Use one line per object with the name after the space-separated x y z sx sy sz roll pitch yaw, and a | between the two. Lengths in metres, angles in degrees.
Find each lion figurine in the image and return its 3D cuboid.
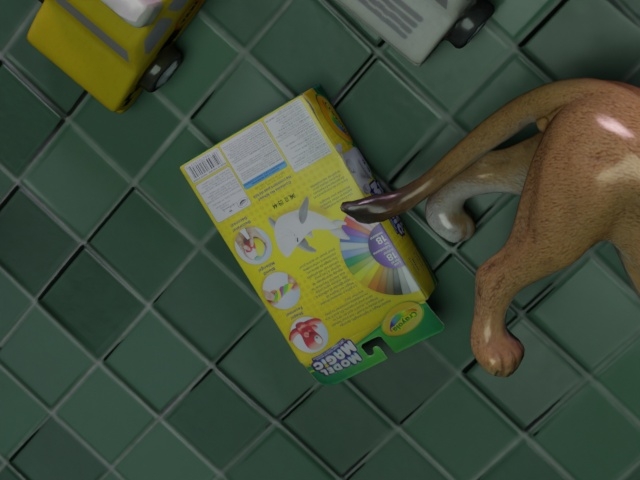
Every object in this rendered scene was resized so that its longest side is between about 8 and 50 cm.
0.222 0.010 0.858 0.392 0.142 0.240 29 132 -2 | lion figurine

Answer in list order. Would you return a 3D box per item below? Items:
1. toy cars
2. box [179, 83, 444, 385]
-0.021 -0.176 0.914 0.394 0.087 0.176 -7 106 19 | toy cars
0.000 0.000 0.993 0.105 0.043 0.179 -28 95 23 | box
